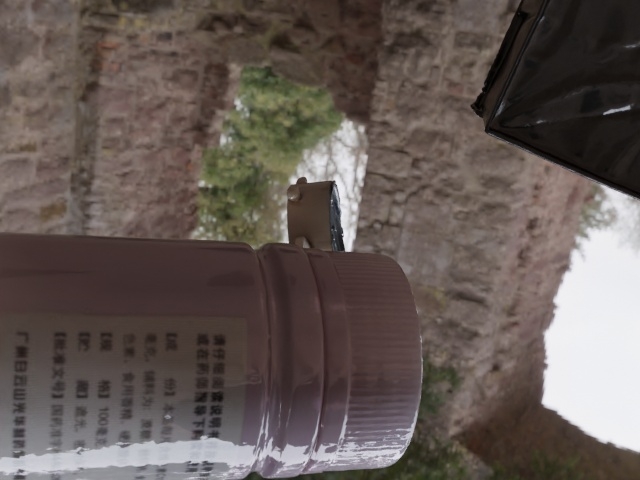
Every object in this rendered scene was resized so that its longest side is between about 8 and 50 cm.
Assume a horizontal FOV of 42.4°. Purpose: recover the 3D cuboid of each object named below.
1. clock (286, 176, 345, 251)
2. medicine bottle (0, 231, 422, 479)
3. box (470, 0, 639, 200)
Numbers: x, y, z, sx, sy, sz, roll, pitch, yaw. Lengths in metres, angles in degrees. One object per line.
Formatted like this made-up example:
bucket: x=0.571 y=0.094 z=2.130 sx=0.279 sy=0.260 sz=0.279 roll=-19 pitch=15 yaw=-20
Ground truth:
clock: x=0.000 y=0.000 z=1.022 sx=0.063 sy=0.156 sz=0.229 roll=-5 pitch=-172 yaw=5
medicine bottle: x=-0.083 y=0.063 z=0.444 sx=0.249 sy=0.133 sz=0.133 roll=1 pitch=-161 yaw=-17
box: x=0.368 y=-0.179 z=0.884 sx=0.345 sy=0.251 sz=0.204 roll=24 pitch=-162 yaw=4
